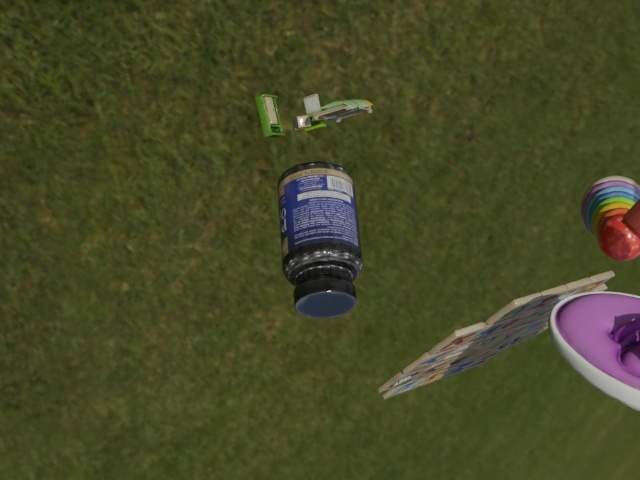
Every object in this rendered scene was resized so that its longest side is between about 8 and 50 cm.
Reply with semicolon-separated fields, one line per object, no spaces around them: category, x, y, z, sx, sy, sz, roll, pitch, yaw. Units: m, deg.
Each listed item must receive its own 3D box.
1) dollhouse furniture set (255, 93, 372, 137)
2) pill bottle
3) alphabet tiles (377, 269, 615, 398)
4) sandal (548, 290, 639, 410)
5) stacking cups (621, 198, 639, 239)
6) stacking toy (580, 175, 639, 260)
dollhouse furniture set;-0.010;-0.185;1.382;0.152;0.058;0.076;-13;177;29
pill bottle;0.000;0.000;1.543;0.123;0.219;0.123;-4;151;-2
alphabet tiles;0.243;0.132;1.404;0.342;0.011;0.285;-11;156;-43
sandal;0.429;0.134;1.048;0.169;0.416;0.102;-28;133;-35
stacking cups;0.614;-0.123;1.621;0.316;0.096;0.096;-49;157;12
stacking toy;0.589;-0.030;2.024;0.141;0.141;0.330;-61;176;20
